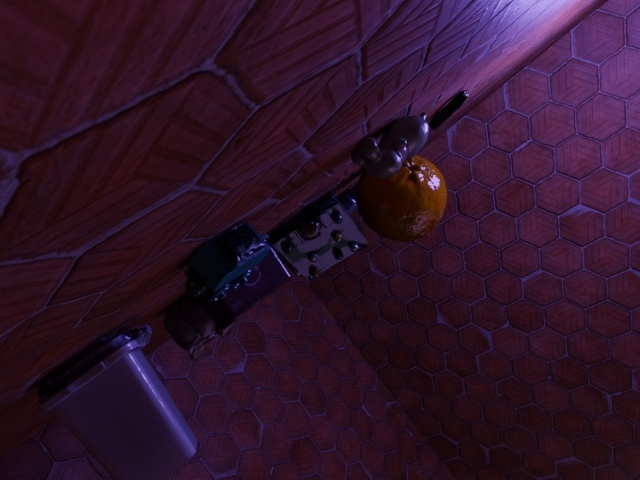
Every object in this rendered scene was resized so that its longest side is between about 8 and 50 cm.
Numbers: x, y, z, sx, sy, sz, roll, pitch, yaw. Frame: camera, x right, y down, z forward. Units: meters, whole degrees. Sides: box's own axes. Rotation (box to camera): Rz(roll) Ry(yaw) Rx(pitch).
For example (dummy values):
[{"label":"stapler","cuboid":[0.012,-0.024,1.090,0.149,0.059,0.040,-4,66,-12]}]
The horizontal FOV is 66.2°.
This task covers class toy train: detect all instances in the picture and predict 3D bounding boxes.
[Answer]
[{"label":"toy train","cuboid":[-0.202,0.045,1.067,0.154,0.107,0.198,-48,172,37]}]

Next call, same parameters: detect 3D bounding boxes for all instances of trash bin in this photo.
[{"label":"trash bin","cuboid":[-0.472,0.425,1.245,0.296,0.368,0.256,-37,178,-18]}]

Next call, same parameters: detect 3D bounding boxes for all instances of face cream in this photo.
[{"label":"face cream","cuboid":[0.079,-0.131,2.165,0.086,0.135,0.385,17,133,-42]}]

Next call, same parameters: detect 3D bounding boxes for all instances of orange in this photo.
[{"label":"orange","cuboid":[0.297,-0.171,1.797,0.340,0.340,0.293,-36,155,-34]}]

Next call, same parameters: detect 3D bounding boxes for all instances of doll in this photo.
[{"label":"doll","cuboid":[0.199,-0.242,1.270,0.275,0.113,0.155,-35,175,-35]}]

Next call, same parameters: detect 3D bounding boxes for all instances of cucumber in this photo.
[{"label":"cucumber","cuboid":[0.459,-0.468,1.756,0.044,0.043,0.256,-42,179,-19]}]

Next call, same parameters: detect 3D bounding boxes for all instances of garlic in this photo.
[{"label":"garlic","cuboid":[-0.391,0.250,1.580,0.214,0.191,0.160,-37,152,-9]}]

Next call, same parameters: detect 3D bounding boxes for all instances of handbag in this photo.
[{"label":"handbag","cuboid":[0.002,0.004,1.654,0.268,0.100,0.274,-30,140,10]}]

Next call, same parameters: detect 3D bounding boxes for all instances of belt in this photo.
[{"label":"belt","cuboid":[-0.017,-0.099,1.654,0.083,0.059,0.036,-34,179,-4]}]

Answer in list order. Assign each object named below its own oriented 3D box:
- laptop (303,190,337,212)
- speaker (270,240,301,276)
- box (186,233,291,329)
[{"label":"laptop","cuboid":[0.031,-0.065,1.749,0.135,0.197,0.016,-38,-146,-8]},{"label":"speaker","cuboid":[-0.051,0.006,1.983,0.184,0.183,0.406,-43,178,8]},{"label":"box","cuboid":[-0.243,0.132,1.515,0.294,0.167,0.193,-36,180,-34]}]
